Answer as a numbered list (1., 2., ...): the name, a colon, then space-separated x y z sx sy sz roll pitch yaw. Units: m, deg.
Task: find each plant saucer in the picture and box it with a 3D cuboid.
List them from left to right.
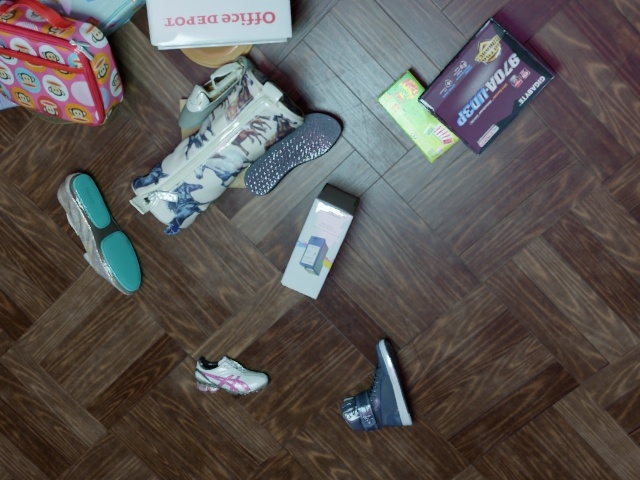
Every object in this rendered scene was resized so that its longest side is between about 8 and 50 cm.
1. plant saucer: -0.232 -0.473 1.695 0.199 0.037 0.200 3 107 9

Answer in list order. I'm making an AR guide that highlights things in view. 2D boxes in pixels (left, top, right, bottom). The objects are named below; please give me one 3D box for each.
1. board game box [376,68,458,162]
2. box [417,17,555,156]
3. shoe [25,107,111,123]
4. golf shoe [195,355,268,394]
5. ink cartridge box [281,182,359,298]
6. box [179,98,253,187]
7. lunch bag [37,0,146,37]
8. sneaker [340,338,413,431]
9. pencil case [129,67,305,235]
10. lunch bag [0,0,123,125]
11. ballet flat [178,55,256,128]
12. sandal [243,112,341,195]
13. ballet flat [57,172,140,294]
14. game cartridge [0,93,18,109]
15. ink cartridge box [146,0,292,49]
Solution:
1. board game box: 0.213 -0.266 1.673 0.092 0.043 0.181 -41 96 18
2. box: 0.333 -0.311 1.596 0.175 0.051 0.220 42 104 -5
3. shoe: -0.580 -0.310 1.803 0.218 0.058 0.077 10 141 11
4. golf shoe: -0.219 0.328 1.918 0.186 0.067 0.086 1 105 10
5. ink cartridge box: 0.000 0.000 1.733 0.093 0.154 0.213 25 108 0
6. box: -0.235 -0.221 1.780 0.164 0.021 0.201 2 107 10
7. lunch bag: -0.497 -0.561 1.679 0.279 0.108 0.224 -34 99 17
8. sneaker: 0.116 0.350 1.854 0.163 0.086 0.226 -12 105 11
9. pencil case: -0.220 -0.192 1.678 0.410 0.183 0.160 -40 99 18
10. lunch bag: -0.573 -0.387 1.651 0.293 0.120 0.258 17 142 15
11. ballet flat: -0.236 -0.328 1.705 0.213 0.068 0.072 -36 59 5
12. sandal: -0.064 -0.198 1.742 0.254 0.054 0.097 -33 89 18
13. ballet flat: -0.531 -0.009 1.869 0.106 0.107 0.316 -18 98 35
14. game cartridge: -0.843 -0.461 1.801 0.230 0.068 0.355 -11 104 9
15. ink cartridge box: -0.212 -0.580 1.551 0.279 0.160 0.385 -5 102 -6
